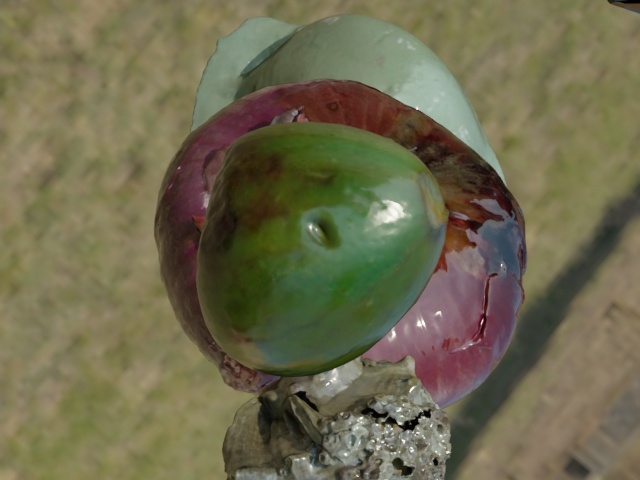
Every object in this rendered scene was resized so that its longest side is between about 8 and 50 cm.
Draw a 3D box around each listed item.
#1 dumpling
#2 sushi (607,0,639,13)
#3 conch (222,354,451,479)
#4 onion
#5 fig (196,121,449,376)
[{"bbox_3d":[0.036,-0.088,2.011,0.212,0.321,0.270,33,74,-41],"label":"dumpling"},{"bbox_3d":[0.197,-0.237,0.847,0.227,0.212,0.215,-29,-131,60],"label":"sushi"},{"bbox_3d":[0.021,0.184,1.505,0.178,0.245,0.163,-23,-178,-12],"label":"conch"},{"bbox_3d":[0.010,0.030,1.788,0.347,0.347,0.285,-40,163,-38],"label":"onion"},{"bbox_3d":[0.000,0.000,1.373,0.191,0.181,0.181,-15,-174,31],"label":"fig"}]
